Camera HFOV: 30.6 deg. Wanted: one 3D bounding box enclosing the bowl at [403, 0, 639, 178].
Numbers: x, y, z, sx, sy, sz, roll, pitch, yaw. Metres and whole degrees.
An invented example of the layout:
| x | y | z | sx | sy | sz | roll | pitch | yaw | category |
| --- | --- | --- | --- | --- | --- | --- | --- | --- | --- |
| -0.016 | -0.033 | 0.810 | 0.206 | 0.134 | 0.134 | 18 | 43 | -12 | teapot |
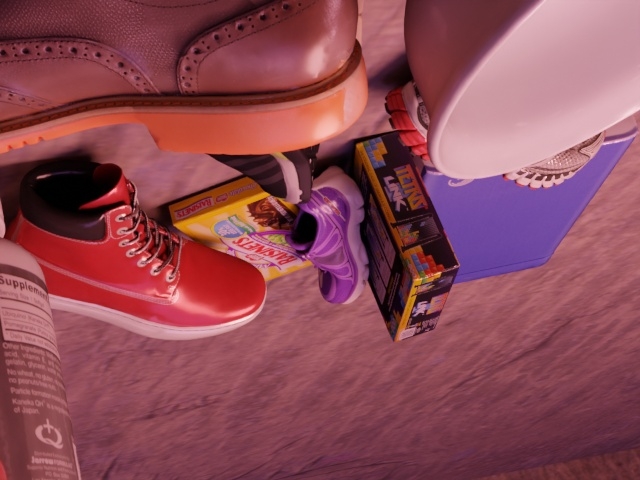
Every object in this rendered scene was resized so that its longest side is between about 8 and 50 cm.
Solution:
| x | y | z | sx | sy | sz | roll | pitch | yaw | category |
| --- | --- | --- | --- | --- | --- | --- | --- | --- | --- |
| 0.158 | -0.174 | 0.689 | 0.298 | 0.134 | 0.298 | -29 | 163 | -10 | bowl |

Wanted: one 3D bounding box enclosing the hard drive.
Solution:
| x | y | z | sx | sy | sz | roll | pitch | yaw | category |
| --- | --- | --- | --- | --- | --- | --- | --- | --- | --- |
| 0.178 | -0.031 | 1.219 | 0.210 | 0.040 | 0.318 | -11 | 158 | -10 | hard drive |

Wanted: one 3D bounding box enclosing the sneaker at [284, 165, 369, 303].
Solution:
| x | y | z | sx | sy | sz | roll | pitch | yaw | category |
| --- | --- | --- | --- | --- | --- | --- | --- | --- | --- |
| 0.000 | 0.000 | 1.105 | 0.071 | 0.068 | 0.170 | -26 | 140 | -16 | sneaker |

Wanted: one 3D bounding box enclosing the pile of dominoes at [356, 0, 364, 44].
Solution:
| x | y | z | sx | sy | sz | roll | pitch | yaw | category |
| --- | --- | --- | --- | --- | --- | --- | --- | --- | --- |
| -0.061 | -0.154 | 0.763 | 0.196 | 0.040 | 0.251 | -14 | 158 | -5 | pile of dominoes |

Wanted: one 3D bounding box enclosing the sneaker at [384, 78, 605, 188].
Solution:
| x | y | z | sx | sy | sz | roll | pitch | yaw | category |
| --- | --- | --- | --- | --- | --- | --- | --- | --- | --- |
| 0.165 | -0.103 | 0.975 | 0.225 | 0.088 | 0.093 | 3 | 151 | -39 | sneaker |

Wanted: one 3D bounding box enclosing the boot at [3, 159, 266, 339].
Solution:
| x | y | z | sx | sy | sz | roll | pitch | yaw | category |
| --- | --- | --- | --- | --- | --- | --- | --- | --- | --- |
| -0.142 | 0.006 | 0.997 | 0.244 | 0.088 | 0.176 | 11 | 147 | -20 | boot |

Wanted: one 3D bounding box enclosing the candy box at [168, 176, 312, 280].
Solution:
| x | y | z | sx | sy | sz | roll | pitch | yaw | category |
| --- | --- | --- | --- | --- | --- | --- | --- | --- | --- |
| -0.059 | -0.009 | 1.136 | 0.105 | 0.027 | 0.206 | -18 | 158 | 12 | candy box |

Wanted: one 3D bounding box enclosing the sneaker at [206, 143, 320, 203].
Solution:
| x | y | z | sx | sy | sz | roll | pitch | yaw | category |
| --- | --- | --- | --- | --- | --- | --- | --- | --- | --- |
| -0.051 | -0.091 | 0.886 | 0.097 | 0.084 | 0.234 | 9 | 167 | 5 | sneaker |

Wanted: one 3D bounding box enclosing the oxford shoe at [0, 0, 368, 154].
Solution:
| x | y | z | sx | sy | sz | roll | pitch | yaw | category |
| --- | --- | --- | --- | --- | --- | --- | --- | --- | --- |
| -0.158 | -0.130 | 0.653 | 0.364 | 0.130 | 0.132 | -2 | 130 | 5 | oxford shoe |

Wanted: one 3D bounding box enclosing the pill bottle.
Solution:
| x | y | z | sx | sy | sz | roll | pitch | yaw | category |
| --- | --- | --- | --- | --- | --- | --- | --- | --- | --- |
| -0.280 | 0.101 | 0.860 | 0.176 | 0.318 | 0.176 | -14 | 158 | -6 | pill bottle |

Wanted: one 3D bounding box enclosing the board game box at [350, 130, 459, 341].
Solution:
| x | y | z | sx | sy | sz | roll | pitch | yaw | category |
| --- | --- | --- | --- | --- | --- | --- | --- | --- | --- |
| 0.071 | 0.001 | 1.087 | 0.048 | 0.141 | 0.170 | -17 | 159 | -10 | board game box |
